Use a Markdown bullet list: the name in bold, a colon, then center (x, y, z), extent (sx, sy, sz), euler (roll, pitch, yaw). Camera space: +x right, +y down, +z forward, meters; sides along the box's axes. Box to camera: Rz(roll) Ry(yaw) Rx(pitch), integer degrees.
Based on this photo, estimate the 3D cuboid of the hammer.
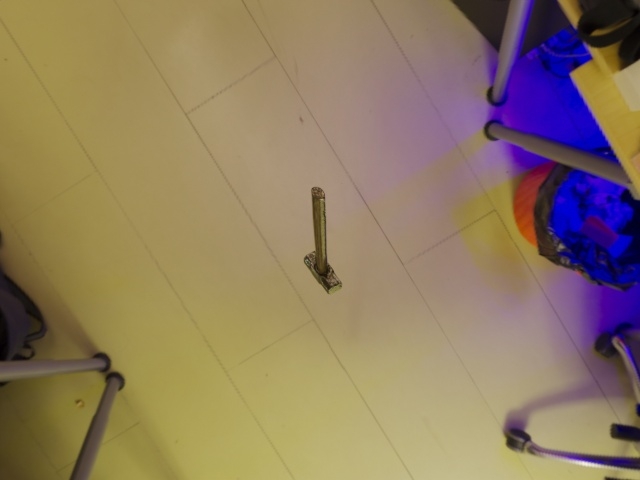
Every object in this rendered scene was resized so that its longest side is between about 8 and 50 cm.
- **hammer**: center (0.000, 0.000, 1.289), extent (0.043, 0.365, 0.111), euler (-30, 64, -14)
